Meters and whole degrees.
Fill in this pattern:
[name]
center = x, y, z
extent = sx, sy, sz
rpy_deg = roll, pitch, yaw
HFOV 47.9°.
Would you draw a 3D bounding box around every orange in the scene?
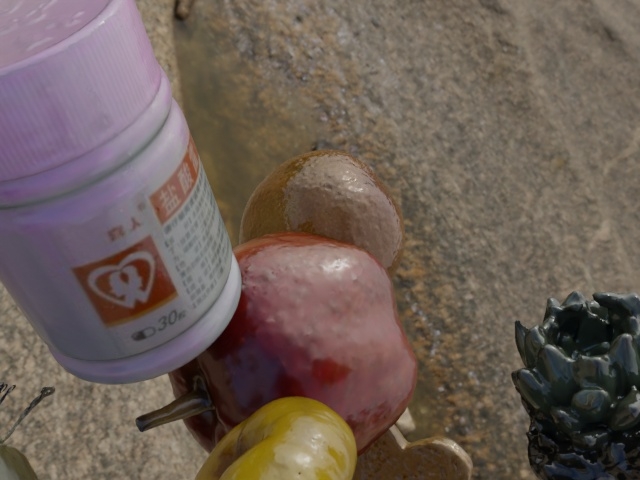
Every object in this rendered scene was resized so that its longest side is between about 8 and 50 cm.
[orange]
center = 0.000, 0.000, 1.088
extent = 0.264, 0.264, 0.264
rpy_deg = 29, 45, -32

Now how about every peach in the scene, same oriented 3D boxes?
[peach]
center = -0.045, 0.212, 0.592
extent = 0.103, 0.179, 0.179
rpy_deg = 45, 38, -9

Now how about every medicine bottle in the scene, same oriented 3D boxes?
[medicine bottle]
center = -0.201, -0.046, 0.615
extent = 0.202, 0.202, 0.316
rpy_deg = -78, 161, -44

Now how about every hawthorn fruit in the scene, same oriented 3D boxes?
[hawthorn fruit]
center = -0.059, 0.142, 0.809
extent = 0.330, 0.287, 0.287
rpy_deg = -18, 77, -42

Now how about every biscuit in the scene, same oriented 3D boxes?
[biscuit]
center = 0.074, 0.409, 1.032
extent = 0.216, 0.339, 0.047
rpy_deg = 19, 12, 19

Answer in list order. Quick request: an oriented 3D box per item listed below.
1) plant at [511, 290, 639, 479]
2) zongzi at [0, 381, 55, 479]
[plant]
center = 0.219, 0.136, 0.543
extent = 0.132, 0.129, 0.194
rpy_deg = -80, 152, -55
[zongzi]
center = -0.419, 0.397, 0.753
extent = 0.447, 0.418, 0.181
rpy_deg = 49, 3, 34
